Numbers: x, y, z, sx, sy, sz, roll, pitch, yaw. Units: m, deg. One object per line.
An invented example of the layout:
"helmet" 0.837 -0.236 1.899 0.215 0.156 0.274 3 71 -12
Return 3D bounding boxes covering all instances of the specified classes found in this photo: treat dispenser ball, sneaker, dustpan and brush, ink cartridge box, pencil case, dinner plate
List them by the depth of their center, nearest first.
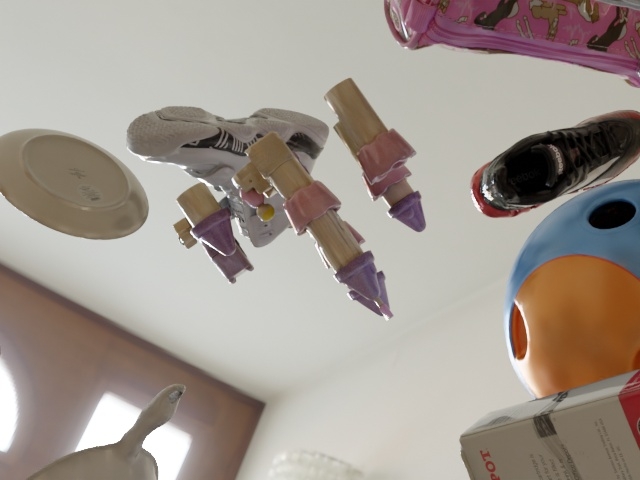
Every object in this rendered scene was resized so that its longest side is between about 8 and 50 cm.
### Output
"ink cartridge box" 0.181 0.150 0.671 0.151 0.063 0.109 -23 -90 33
"dustpan and brush" -0.172 0.194 0.862 0.147 0.060 0.211 18 -49 -42
"dinner plate" -0.208 -0.053 0.876 0.141 0.141 0.017 28 -58 -10
"treat dispenser ball" 0.336 0.080 1.090 0.288 0.288 0.288 16 -31 10
"pencil case" 0.266 -0.290 1.290 0.386 0.160 0.167 6 15 -22
"sneaker" 0.348 -0.113 1.466 0.276 0.097 0.135 -22 -6 -2
"sneaker" -0.148 -0.098 1.663 0.137 0.366 0.210 29 -64 43

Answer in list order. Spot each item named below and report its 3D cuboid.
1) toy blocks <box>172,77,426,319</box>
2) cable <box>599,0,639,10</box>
"toy blocks" 0.000 0.000 1.335 0.260 0.309 0.288 56 2 4
"cable" 0.364 -0.282 1.006 0.257 0.089 0.257 11 -1 -29
